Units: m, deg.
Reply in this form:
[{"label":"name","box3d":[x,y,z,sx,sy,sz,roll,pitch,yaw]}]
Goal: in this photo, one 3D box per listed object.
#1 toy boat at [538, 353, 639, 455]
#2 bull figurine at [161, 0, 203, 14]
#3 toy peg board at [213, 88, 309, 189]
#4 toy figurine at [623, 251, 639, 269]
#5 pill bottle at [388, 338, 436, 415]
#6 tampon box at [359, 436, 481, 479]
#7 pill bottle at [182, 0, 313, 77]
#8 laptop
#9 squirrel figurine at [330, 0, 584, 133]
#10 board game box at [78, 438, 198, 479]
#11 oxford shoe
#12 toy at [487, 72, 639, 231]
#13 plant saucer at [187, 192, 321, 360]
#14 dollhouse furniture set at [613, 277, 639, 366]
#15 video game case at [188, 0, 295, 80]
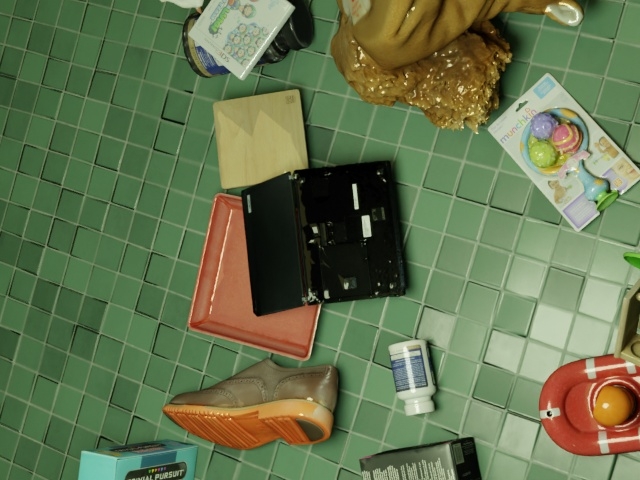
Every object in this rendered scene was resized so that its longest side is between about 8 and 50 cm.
[{"label":"toy boat","box3d":[0.438,0.244,1.618,0.231,0.151,0.151,-13,79,24]},{"label":"bull figurine","box3d":[-0.191,-0.553,1.933,0.310,0.101,0.188,-45,67,4]},{"label":"toy peg board","box3d":[-0.101,-0.177,1.970,0.160,0.079,0.161,-8,82,9]},{"label":"toy figurine","box3d":[0.564,-0.013,1.617,0.173,0.130,0.159,25,86,4]},{"label":"pill bottle","box3d":[0.155,0.228,1.802,0.067,0.067,0.120,-15,79,24]},{"label":"tampon box","box3d":[0.164,0.383,1.753,0.161,0.120,0.101,-14,80,24]},{"label":"pill bottle","box3d":[-0.131,-0.373,1.965,0.219,0.123,0.123,-8,82,25]},{"label":"laptop","box3d":[0.000,0.000,1.877,0.264,0.136,0.234,-6,82,-1]},{"label":"squirrel figurine","box3d":[0.217,-0.374,1.716,0.281,0.370,0.397,-118,27,-42]},{"label":"board game box","box3d":[-0.332,0.531,1.904,0.079,0.254,0.336,5,87,26]},{"label":"oxford shoe","box3d":[-0.120,0.284,1.922,0.364,0.130,0.133,-5,50,32]},{"label":"toy","box3d":[0.383,-0.146,1.734,0.137,0.056,0.237,-43,69,15]},{"label":"plant saucer","box3d":[-0.097,0.063,1.950,0.259,0.048,0.258,12,91,27]},{"label":"dollhouse furniture set","box3d":[0.533,0.115,1.569,0.151,0.144,0.123,25,139,31]},{"label":"video game case","box3d":[-0.139,-0.382,1.890,0.143,0.019,0.157,42,103,23]}]
